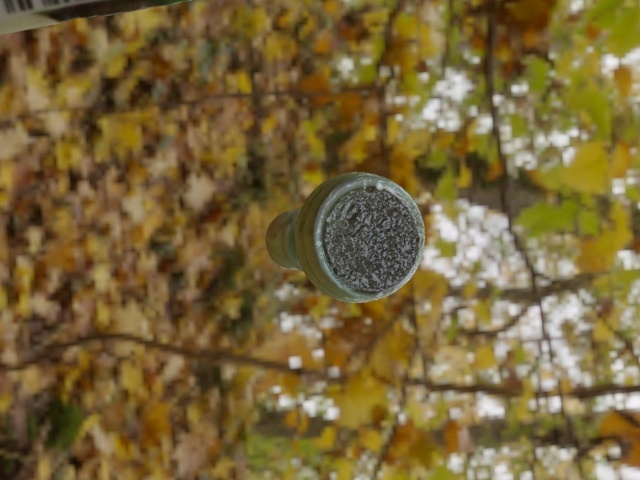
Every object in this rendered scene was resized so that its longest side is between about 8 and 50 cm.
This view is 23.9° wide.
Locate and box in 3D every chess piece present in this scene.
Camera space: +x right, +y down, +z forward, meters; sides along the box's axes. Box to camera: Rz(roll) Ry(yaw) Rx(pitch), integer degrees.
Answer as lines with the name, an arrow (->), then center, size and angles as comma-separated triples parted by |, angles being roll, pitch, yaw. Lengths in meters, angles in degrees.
chess piece -> 0.000, 0.000, 1.687 | 0.271, 0.139, 0.139 | 175, -90, -67

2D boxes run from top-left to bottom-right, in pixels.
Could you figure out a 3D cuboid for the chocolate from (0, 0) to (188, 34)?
chocolate -> -0.223, -0.315, 1.512 | 0.289, 0.301, 0.137 | -99, -179, -66
